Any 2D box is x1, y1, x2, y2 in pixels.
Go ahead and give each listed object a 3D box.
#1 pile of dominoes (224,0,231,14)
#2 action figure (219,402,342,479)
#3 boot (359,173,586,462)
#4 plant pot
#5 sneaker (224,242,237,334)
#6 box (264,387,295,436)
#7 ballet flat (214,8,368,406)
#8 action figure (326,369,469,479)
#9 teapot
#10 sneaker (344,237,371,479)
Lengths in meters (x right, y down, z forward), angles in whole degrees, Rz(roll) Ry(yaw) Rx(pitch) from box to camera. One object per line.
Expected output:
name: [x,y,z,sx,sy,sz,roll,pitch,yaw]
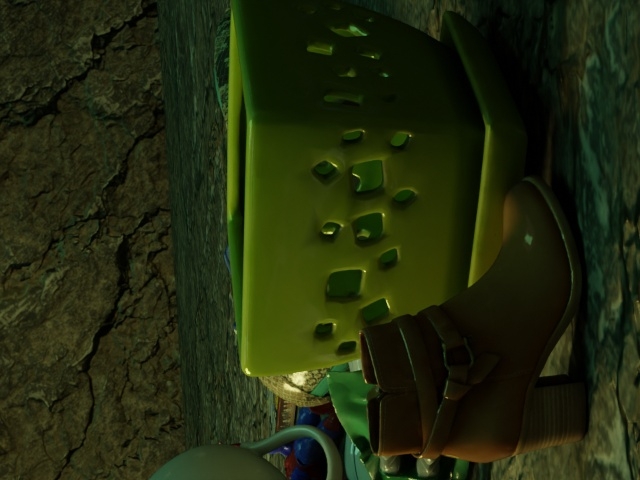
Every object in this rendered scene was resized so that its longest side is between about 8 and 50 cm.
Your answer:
pile of dominoes: [-0.044,-0.322,1.955,0.196,0.040,0.251,-121,44,-53]
action figure: [-0.050,0.248,1.999,0.280,0.139,0.091,98,165,-54]
boot: [0.100,0.054,1.125,0.073,0.152,0.197,141,124,-77]
plant pot: [0.036,-0.048,1.243,0.227,0.207,0.228,-102,14,-58]
sneaker: [-0.039,-0.007,1.757,0.112,0.131,0.296,-37,45,35]
box: [-0.054,0.210,2.262,0.094,0.027,0.137,-104,15,-48]
ballet flat: [-0.003,-0.076,1.647,0.182,0.164,0.483,-45,43,48]
action figure: [0.078,0.208,1.409,0.063,0.137,0.232,-70,-20,-47]
teapot: [-0.094,0.362,1.862,0.187,0.252,0.256,22,127,41]
sneaker: [0.076,0.122,1.483,0.091,0.094,0.258,23,120,53]
